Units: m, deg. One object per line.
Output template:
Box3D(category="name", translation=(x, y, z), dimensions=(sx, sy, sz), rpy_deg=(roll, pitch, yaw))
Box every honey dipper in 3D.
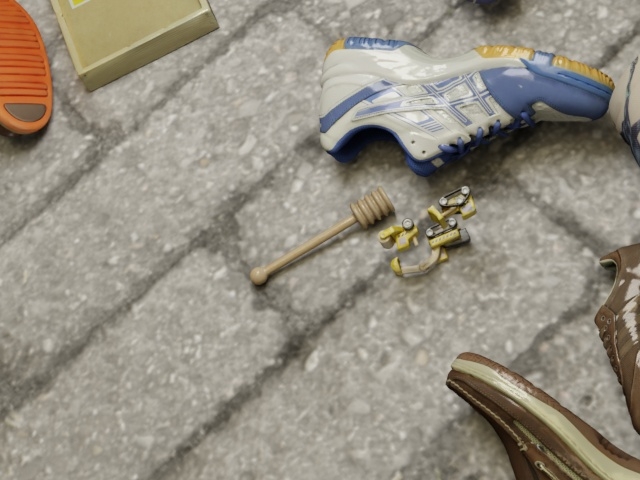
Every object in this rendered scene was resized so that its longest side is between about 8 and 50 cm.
Box3D(category="honey dipper", translation=(0.000, 0.000, 1.300), dimensions=(0.161, 0.030, 0.030), rpy_deg=(-32, 61, 4))

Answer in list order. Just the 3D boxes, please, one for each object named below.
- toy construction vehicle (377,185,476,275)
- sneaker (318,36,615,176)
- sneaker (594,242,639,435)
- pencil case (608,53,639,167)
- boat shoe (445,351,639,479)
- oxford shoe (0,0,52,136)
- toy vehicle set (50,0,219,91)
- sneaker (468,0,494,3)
Box3D(category="toy construction vehicle", translation=(0.107, -0.004, 1.237), dimensions=(0.098, 0.086, 0.035), rpy_deg=(-25, 68, 2))
Box3D(category="sneaker", translation=(0.140, -0.121, 1.286), dimensions=(0.296, 0.112, 0.131), rpy_deg=(5, 81, 23))
Box3D(category="sneaker", translation=(0.282, 0.091, 1.165), dimensions=(0.071, 0.066, 0.188), rpy_deg=(-7, 57, 31))
Box3D(category="pencil case", translation=(0.398, -0.018, 1.117), dimensions=(0.184, 0.160, 0.410), rpy_deg=(-22, 62, 3))
Box3D(category="boat shoe", translation=(0.200, 0.197, 1.113), dimensions=(0.257, 0.095, 0.095), rpy_deg=(35, 85, 26))
Box3D(category="oxford shoe", translation=(-0.428, -0.241, 1.505), dimensions=(0.133, 0.130, 0.363), rpy_deg=(-47, 64, 29))
Box3D(category="toy vehicle set", translation=(-0.237, -0.316, 1.510), dimensions=(0.166, 0.035, 0.267), rpy_deg=(-25, 61, 3))
Box3D(category="sneaker", translation=(0.097, -0.367, 1.400), dimensions=(0.182, 0.127, 0.315), rpy_deg=(-18, 55, 11))
